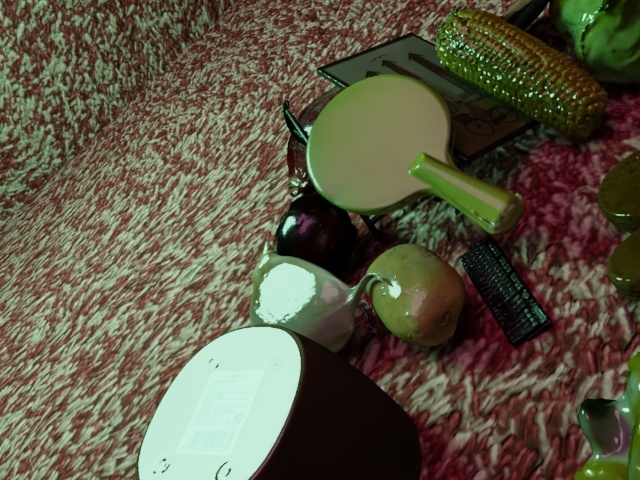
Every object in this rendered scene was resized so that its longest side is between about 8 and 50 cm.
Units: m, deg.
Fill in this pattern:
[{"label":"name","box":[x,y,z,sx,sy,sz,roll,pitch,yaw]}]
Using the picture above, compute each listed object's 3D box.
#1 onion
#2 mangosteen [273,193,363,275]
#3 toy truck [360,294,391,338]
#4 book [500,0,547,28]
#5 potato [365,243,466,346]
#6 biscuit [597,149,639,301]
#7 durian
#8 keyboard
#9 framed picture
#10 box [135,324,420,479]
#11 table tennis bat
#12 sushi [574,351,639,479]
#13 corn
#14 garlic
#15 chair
[{"label":"onion","box":[0.017,-0.209,1.387,0.283,0.120,0.227,-48,30,-12]},{"label":"mangosteen","box":[0.000,0.000,1.150,0.152,0.152,0.152,-26,36,20]},{"label":"toy truck","box":[0.079,0.108,1.035,0.032,0.024,0.083,-17,35,-7]},{"label":"book","box":[0.357,-0.395,1.237,0.157,0.026,0.231,-43,-5,0]},{"label":"potato","box":[0.129,0.070,0.956,0.118,0.109,0.178,-49,32,11]},{"label":"biscuit","box":[0.454,-0.012,0.759,0.283,0.064,0.432,-37,22,4]},{"label":"durian","box":[0.473,-0.366,1.053,0.256,0.204,0.339,-36,31,26]},{"label":"keyboard","box":[0.240,0.062,0.941,0.060,0.018,0.195,-36,33,11]},{"label":"framed picture","box":[0.188,-0.244,1.149,0.244,0.013,0.324,-29,53,-33]},{"label":"box","box":[-0.058,0.256,0.828,0.301,0.216,0.301,-26,37,22]},{"label":"table tennis bat","box":[0.131,-0.113,1.013,0.369,0.054,0.224,34,88,33]},{"label":"sushi","box":[0.310,0.194,0.451,0.285,0.328,0.328,-25,36,40]},{"label":"corn","box":[0.302,-0.268,1.095,0.115,0.115,0.318,-45,60,-8]},{"label":"garlic","box":[-0.008,0.107,1.019,0.267,0.148,0.128,7,35,41]},{"label":"chair","box":[0.060,-0.146,1.182,0.141,0.154,0.260,-36,53,4]}]
